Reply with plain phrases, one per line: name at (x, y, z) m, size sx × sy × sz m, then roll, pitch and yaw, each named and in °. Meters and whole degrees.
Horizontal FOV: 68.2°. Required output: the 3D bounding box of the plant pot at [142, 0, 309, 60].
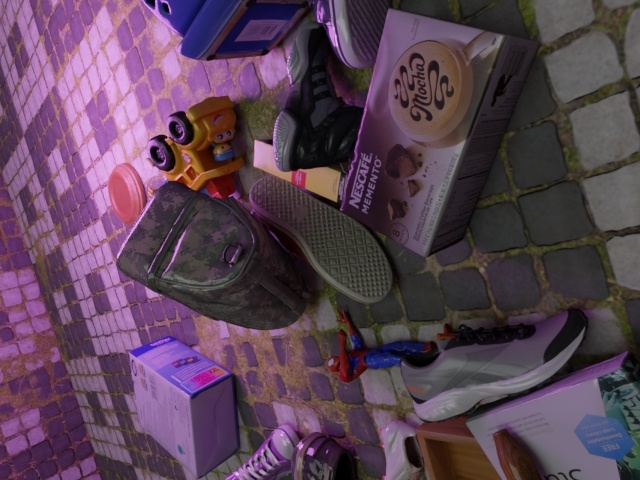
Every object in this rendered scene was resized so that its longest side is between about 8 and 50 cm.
plant pot at (-0.152, -0.445, 0.798) m, size 0.236 × 0.236 × 0.212 m, roll -30°, pitch 89°, yaw 45°

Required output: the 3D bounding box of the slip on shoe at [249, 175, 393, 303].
slip on shoe at (0.000, 0.000, 0.888) m, size 0.331 × 0.123 × 0.101 m, roll 37°, pitch 161°, yaw 22°

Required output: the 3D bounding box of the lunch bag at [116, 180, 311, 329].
lunch bag at (-0.175, 0.051, 0.905) m, size 0.256 × 0.305 × 0.212 m, roll 22°, pitch 74°, yaw 26°

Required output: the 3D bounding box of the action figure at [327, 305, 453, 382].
action figure at (0.093, 0.178, 0.855) m, size 0.280 × 0.092 × 0.138 m, roll -30°, pitch 88°, yaw 44°

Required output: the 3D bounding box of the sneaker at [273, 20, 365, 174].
sneaker at (0.018, -0.232, 0.785) m, size 0.153 × 0.101 × 0.268 m, roll 9°, pitch 78°, yaw 5°

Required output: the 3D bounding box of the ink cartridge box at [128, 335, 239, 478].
ink cartridge box at (-0.425, 0.461, 1.398) m, size 0.396 × 0.151 × 0.269 m, roll 14°, pitch 112°, yaw 39°

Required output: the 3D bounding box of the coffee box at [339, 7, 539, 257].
coffee box at (0.153, -0.148, 0.669) m, size 0.168 × 0.119 × 0.296 m, roll 32°, pitch 123°, yaw 31°

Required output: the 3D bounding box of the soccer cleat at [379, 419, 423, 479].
soccer cleat at (0.159, 0.437, 0.892) m, size 0.076 × 0.068 × 0.196 m, roll -2°, pitch 99°, yaw 41°

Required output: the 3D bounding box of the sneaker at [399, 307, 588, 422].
sneaker at (0.232, 0.159, 0.658) m, size 0.272 × 0.100 × 0.107 m, roll -32°, pitch 85°, yaw 21°

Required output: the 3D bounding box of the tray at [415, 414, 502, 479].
tray at (0.352, 0.373, 0.680) m, size 0.411 × 0.076 × 0.202 m, roll -14°, pitch 93°, yaw 44°

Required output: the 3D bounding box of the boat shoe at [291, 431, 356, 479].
boat shoe at (0.032, 0.599, 1.019) m, size 0.130 × 0.132 × 0.354 m, roll -6°, pitch 100°, yaw 45°

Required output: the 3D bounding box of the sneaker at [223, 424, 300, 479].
sneaker at (-0.153, 0.572, 1.167) m, size 0.102 × 0.161 × 0.282 m, roll 48°, pitch 129°, yaw 24°

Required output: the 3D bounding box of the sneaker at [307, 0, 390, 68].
sneaker at (0.023, -0.411, 0.710) m, size 0.128 × 0.126 × 0.320 m, roll -1°, pitch 92°, yaw 40°

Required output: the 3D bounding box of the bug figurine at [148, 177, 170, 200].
bug figurine at (-0.330, -0.030, 1.205) m, size 0.279 × 0.072 × 0.216 m, roll 37°, pitch 132°, yaw 24°

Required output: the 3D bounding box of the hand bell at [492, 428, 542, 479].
hand bell at (0.277, 0.345, 0.558) m, size 0.126 × 0.126 × 0.241 m, roll -47°, pitch 59°, yaw 42°

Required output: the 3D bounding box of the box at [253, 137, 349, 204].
box at (-0.017, -0.133, 0.862) m, size 0.232 × 0.087 × 0.058 m, roll 27°, pitch 121°, yaw 34°

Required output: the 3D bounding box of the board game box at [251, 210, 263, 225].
board game box at (-0.161, -0.015, 1.085) m, size 0.090 × 0.020 × 0.089 m, roll -18°, pitch 90°, yaw 44°

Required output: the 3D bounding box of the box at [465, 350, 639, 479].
box at (0.359, 0.319, 0.564) m, size 0.321 × 0.059 × 0.232 m, roll 57°, pitch 134°, yaw 12°

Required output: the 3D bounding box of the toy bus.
toy bus at (-0.246, -0.177, 1.040) m, size 0.220 × 0.149 × 0.211 m, roll -32°, pitch 94°, yaw 42°

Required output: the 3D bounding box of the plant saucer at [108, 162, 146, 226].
plant saucer at (-0.602, -0.137, 1.457) m, size 0.200 × 0.037 × 0.199 m, roll 15°, pitch 112°, yaw 40°
